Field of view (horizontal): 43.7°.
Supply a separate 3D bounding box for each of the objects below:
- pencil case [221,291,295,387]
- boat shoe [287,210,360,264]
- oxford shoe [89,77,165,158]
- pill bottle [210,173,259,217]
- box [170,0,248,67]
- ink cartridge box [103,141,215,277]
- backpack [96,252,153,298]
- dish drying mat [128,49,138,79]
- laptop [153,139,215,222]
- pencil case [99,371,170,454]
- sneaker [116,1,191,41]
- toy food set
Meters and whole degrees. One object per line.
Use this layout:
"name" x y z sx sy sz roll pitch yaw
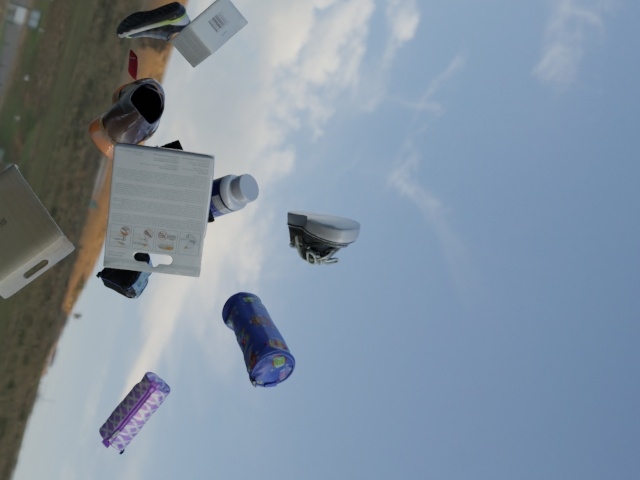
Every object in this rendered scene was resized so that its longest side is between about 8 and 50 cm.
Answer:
"pencil case" -0.166 0.262 2.091 0.306 0.119 0.133 -126 -135 -53
"boat shoe" -0.004 0.000 1.689 0.306 0.113 0.104 -165 -103 -65
"oxford shoe" -0.393 -0.297 1.794 0.133 0.130 0.363 -33 -157 19
"pill bottle" -0.279 -0.135 2.369 0.187 0.112 0.112 -15 -121 35
"box" -0.277 -0.514 1.972 0.130 0.091 0.170 -46 -163 -17
"ink cartridge box" -0.306 -0.059 1.513 0.066 0.189 0.232 -109 -153 -76
"backpack" -0.467 0.078 1.951 0.114 0.105 0.084 -58 159 -27
"dish drying mat" -0.447 -0.418 1.903 0.008 0.032 0.083 -36 168 -28
"laptop" -0.377 -0.162 2.201 0.264 0.136 0.234 -11 -72 44
"pencil case" -0.459 0.420 1.964 0.206 0.086 0.088 -52 169 0
"sneaker" -0.462 -0.589 2.236 0.235 0.097 0.084 -7 -132 23
"toy food set" -0.816 -0.030 2.096 0.306 0.220 0.092 50 -9 18
